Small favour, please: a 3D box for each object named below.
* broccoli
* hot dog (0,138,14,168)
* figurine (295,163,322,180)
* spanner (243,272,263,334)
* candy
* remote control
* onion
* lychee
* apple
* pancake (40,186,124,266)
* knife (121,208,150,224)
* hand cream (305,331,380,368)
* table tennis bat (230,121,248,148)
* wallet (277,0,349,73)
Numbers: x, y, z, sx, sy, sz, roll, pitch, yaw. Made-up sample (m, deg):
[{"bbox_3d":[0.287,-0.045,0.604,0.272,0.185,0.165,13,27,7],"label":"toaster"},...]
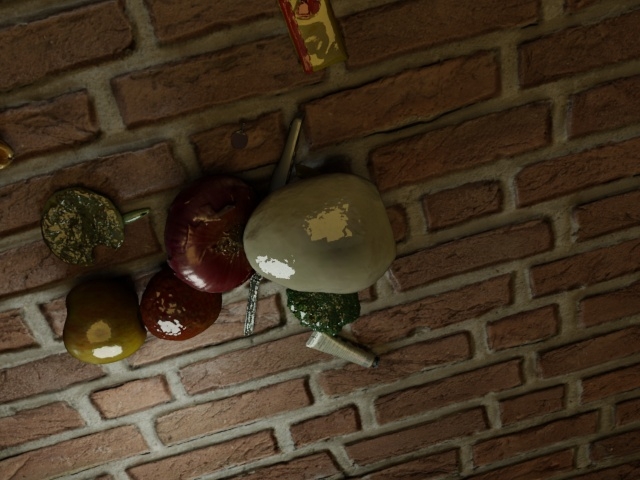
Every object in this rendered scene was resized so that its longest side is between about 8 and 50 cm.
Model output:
[{"bbox_3d":[-0.006,0.184,1.955,0.270,0.270,0.270,29,146,-22],"label":"broccoli"},{"bbox_3d":[-0.950,-0.270,1.621,0.249,0.076,0.102,20,111,-17],"label":"hot dog"},{"bbox_3d":[-0.009,-0.079,1.833,0.218,0.169,0.326,24,107,7],"label":"figurine"},{"bbox_3d":[-0.229,0.187,2.021,0.093,0.026,0.325,4,118,-11],"label":"spanner"},{"bbox_3d":[0.000,0.000,1.684,0.427,0.186,0.386,-4,121,0],"label":"candy"},{"bbox_3d":[-0.108,-0.222,1.776,0.055,0.109,0.313,17,115,-1],"label":"remote control"},{"bbox_3d":[-0.320,-0.026,1.779,0.348,0.285,0.347,-13,107,-46],"label":"onion"},{"bbox_3d":[-0.429,0.188,1.875,0.255,0.300,0.255,0,82,2],"label":"lychee"},{"bbox_3d":[-0.655,0.247,1.855,0.264,0.264,0.264,-4,119,-7],"label":"apple"},{"bbox_3d":[-0.707,-0.043,1.795,0.254,0.037,0.253,-2,112,-4],"label":"pancake"},{"bbox_3d":[-0.647,-0.037,1.832,0.293,0.020,0.043,-20,116,2],"label":"knife"},{"bbox_3d":[0.087,0.392,2.173,0.276,0.059,0.095,25,113,-16],"label":"hand cream"},{"bbox_3d":[-0.232,-0.305,1.763,0.050,0.007,0.083,14,117,-16],"label":"table tennis bat"},{"bbox_3d":[-0.023,-0.577,1.618,0.141,0.067,0.241,-21,120,4],"label":"wallet"}]
